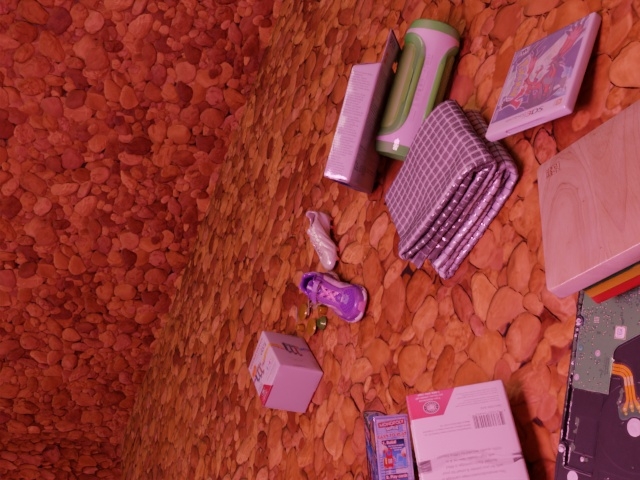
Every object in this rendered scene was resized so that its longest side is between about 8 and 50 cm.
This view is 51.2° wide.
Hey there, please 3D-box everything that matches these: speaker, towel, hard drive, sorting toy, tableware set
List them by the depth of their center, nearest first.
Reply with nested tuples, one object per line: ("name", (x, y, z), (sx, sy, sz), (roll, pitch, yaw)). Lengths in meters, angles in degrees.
("hard drive", (0.419, 0.186, 0.837), (0.237, 0.064, 0.338), (-8, 71, 63))
("sorting toy", (0.417, -0.060, 0.856), (0.255, 0.089, 0.257), (-38, 25, 38))
("towel", (0.236, -0.103, 1.309), (0.283, 0.121, 0.235), (-60, 28, 30))
("speaker", (0.213, -0.325, 1.472), (0.131, 0.131, 0.296), (23, 98, 65))
("tableware set", (-0.024, 0.209, 1.797), (0.154, 0.024, 0.103), (-35, 49, 53))

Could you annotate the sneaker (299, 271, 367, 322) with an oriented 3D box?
("sneaker", (0.023, 0.131, 1.634), (0.236, 0.105, 0.095), (24, 96, 58))

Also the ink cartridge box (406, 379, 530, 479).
("ink cartridge box", (0.229, 0.342, 1.022), (0.092, 0.159, 0.217), (70, -169, -50))

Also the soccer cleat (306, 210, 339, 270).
("soccer cleat", (0.000, 0.000, 1.793), (0.068, 0.076, 0.196), (-53, 33, 39))

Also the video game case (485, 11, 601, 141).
("video game case", (0.381, -0.278, 1.152), (0.183, 0.023, 0.201), (-15, 47, 60))

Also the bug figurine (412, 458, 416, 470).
("bug figurine", (0.171, 0.497, 1.168), (0.279, 0.072, 0.216), (2, 72, 70))

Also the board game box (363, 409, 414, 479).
("board game box", (0.116, 0.368, 1.131), (0.194, 0.060, 0.194), (-120, 25, -81))

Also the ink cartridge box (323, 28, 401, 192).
("ink cartridge box", (0.109, -0.280, 1.524), (0.324, 0.072, 0.329), (4, -79, -77))

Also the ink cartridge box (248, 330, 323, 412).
("ink cartridge box", (-0.095, 0.340, 1.746), (0.128, 0.128, 0.176), (-69, 25, 15))
